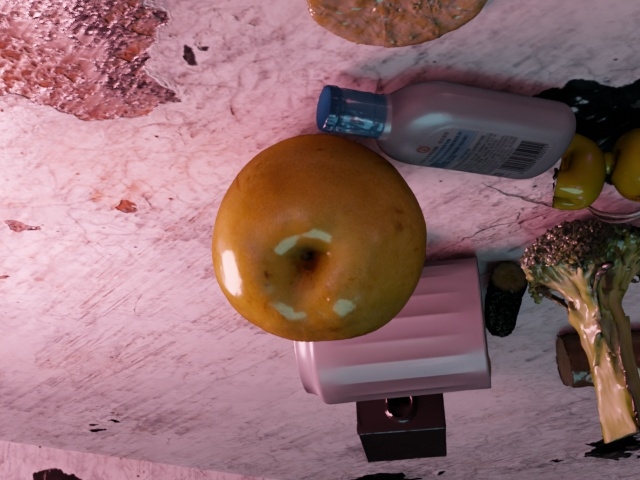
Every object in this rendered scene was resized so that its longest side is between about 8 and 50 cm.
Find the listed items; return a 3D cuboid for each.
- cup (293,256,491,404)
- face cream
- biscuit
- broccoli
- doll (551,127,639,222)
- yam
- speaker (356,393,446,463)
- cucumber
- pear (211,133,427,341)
[{"bbox_3d":[0.134,0.156,1.986,0.327,0.237,0.323,-7,-177,10],"label":"cup"},{"bbox_3d":[0.161,-0.152,1.470,0.337,0.080,0.163,7,154,-16],"label":"face cream"},{"bbox_3d":[0.087,-0.283,1.246,0.220,0.033,0.220,-1,155,0],"label":"biscuit"},{"bbox_3d":[0.468,0.138,1.807,0.221,0.361,0.252,-14,-170,10],"label":"broccoli"},{"bbox_3d":[0.438,-0.096,1.540,0.221,0.135,0.143,7,154,11],"label":"doll"},{"bbox_3d":[0.616,0.249,2.295,0.238,0.129,0.128,-3,119,2],"label":"yam"},{"bbox_3d":[0.156,0.290,2.201,0.184,0.254,0.232,-5,155,5],"label":"speaker"},{"bbox_3d":[0.344,0.126,2.074,0.072,0.072,0.300,-3,154,4],"label":"cucumber"},{"bbox_3d":[0.000,0.000,1.527,0.314,0.314,0.314,-1,155,-1],"label":"pear"}]
